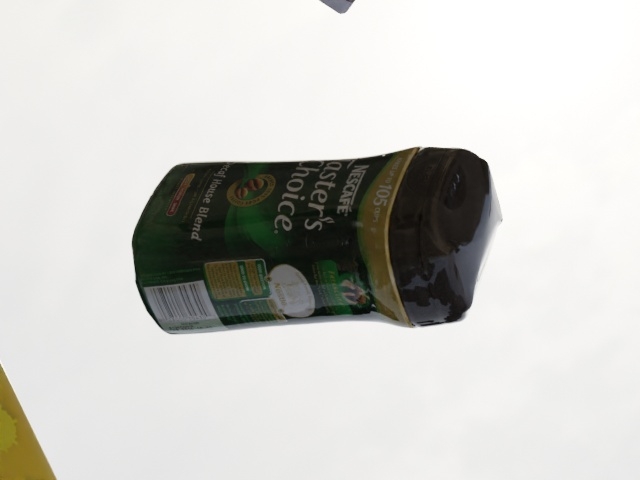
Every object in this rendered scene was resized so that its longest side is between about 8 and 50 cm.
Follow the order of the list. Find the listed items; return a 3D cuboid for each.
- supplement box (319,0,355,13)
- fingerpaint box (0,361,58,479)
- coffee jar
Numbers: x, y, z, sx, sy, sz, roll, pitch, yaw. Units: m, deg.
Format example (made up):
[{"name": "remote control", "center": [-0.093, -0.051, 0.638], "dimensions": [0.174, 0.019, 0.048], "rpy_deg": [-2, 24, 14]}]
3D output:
[{"name": "supplement box", "center": [0.004, -0.179, 0.638], "dimensions": [0.073, 0.130, 0.239], "rpy_deg": [-60, -175, -25]}, {"name": "fingerpaint box", "center": [-0.296, 0.294, 1.295], "dimensions": [0.371, 0.444, 0.163], "rpy_deg": [-26, -179, 40]}, {"name": "coffee jar", "center": [0.000, 0.000, 1.050], "dimensions": [0.184, 0.079, 0.096], "rpy_deg": [-3, -143, 22]}]
